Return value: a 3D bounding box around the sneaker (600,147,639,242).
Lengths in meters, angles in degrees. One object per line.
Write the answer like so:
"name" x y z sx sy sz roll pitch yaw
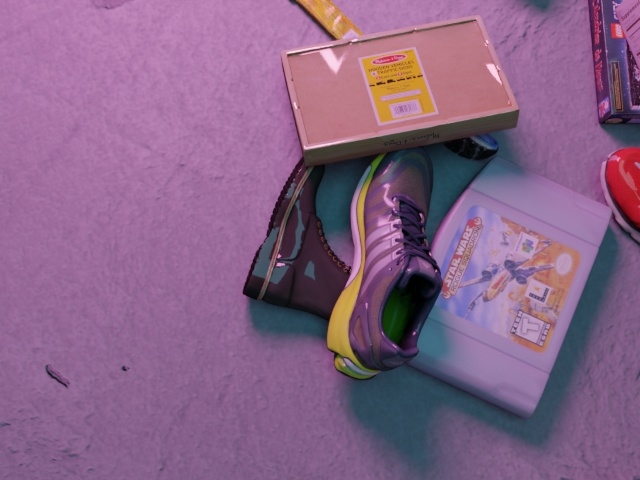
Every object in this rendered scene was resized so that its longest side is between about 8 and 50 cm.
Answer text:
"sneaker" 0.477 -0.018 1.059 0.107 0.118 0.279 -40 85 -10

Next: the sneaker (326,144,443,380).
"sneaker" 0.100 0.021 1.005 0.111 0.121 0.300 17 75 -30

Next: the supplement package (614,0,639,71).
"supplement package" 0.471 -0.248 1.059 0.105 0.105 0.179 -18 83 -7

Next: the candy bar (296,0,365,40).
"candy bar" 0.023 -0.288 1.122 0.040 0.018 0.161 -43 86 -6

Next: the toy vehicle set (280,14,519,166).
"toy vehicle set" 0.094 -0.190 1.046 0.267 0.035 0.166 -11 59 -2

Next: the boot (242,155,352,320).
"boot" 0.000 0.000 1.052 0.137 0.077 0.198 23 88 -8

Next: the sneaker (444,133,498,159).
"sneaker" 0.175 -0.174 1.092 0.162 0.063 0.073 43 77 3

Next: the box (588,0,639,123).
"box" 0.454 -0.276 1.139 0.159 0.044 0.233 -1 80 -5

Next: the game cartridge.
"game cartridge" 0.230 0.051 1.063 0.198 0.062 0.297 25 79 -4
